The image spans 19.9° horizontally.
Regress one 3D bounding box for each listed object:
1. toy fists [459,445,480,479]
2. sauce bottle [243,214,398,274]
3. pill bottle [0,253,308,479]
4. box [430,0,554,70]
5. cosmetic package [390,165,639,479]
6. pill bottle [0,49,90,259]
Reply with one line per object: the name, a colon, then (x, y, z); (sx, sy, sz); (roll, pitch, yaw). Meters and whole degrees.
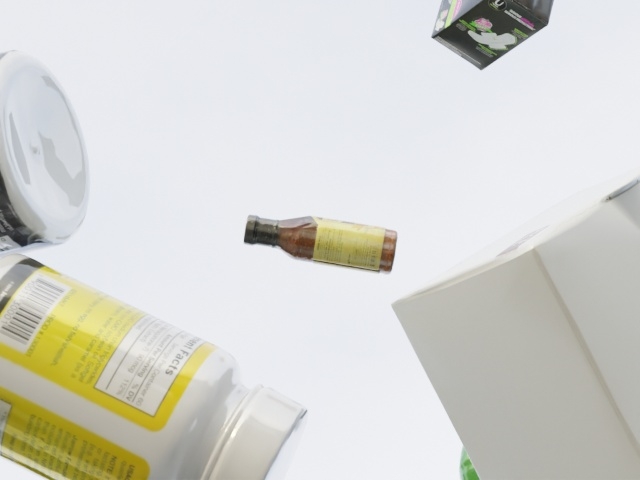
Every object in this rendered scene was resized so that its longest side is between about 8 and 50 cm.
toy fists: (0.246, 0.251, 1.689); (0.142, 0.279, 0.096); (-56, -30, 3)
sauce bottle: (0.000, 0.000, 1.527); (0.128, 0.042, 0.042); (10, -66, 0)
pill bottle: (-0.121, 0.102, 1.104); (0.208, 0.119, 0.119); (25, -68, 8)
box: (0.132, -0.179, 1.369); (0.052, 0.062, 0.083); (31, -34, -21)
cosmetic package: (0.241, 0.150, 1.231); (0.156, 0.217, 0.385); (-29, -92, 49)
pill bottle: (-0.286, -0.035, 1.195); (0.246, 0.130, 0.130); (-12, -64, 19)
